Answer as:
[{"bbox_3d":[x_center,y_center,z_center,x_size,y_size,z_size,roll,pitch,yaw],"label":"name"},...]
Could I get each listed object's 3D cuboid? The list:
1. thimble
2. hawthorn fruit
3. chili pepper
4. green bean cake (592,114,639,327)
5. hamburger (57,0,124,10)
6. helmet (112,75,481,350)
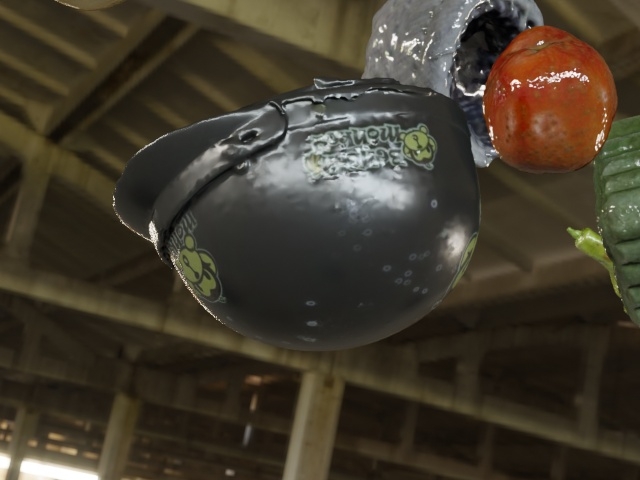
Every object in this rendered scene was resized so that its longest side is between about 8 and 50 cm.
[{"bbox_3d":[0.174,-0.222,1.477,0.217,0.246,0.157,-28,32,-30],"label":"thimble"},{"bbox_3d":[0.193,-0.119,0.956,0.128,0.128,0.128,11,-15,3],"label":"hawthorn fruit"},{"bbox_3d":[0.443,0.045,1.711,0.208,0.049,0.043,47,11,-29],"label":"chili pepper"},{"bbox_3d":[0.351,-0.018,1.206,0.094,0.183,0.185,-13,-53,19],"label":"green bean cake"},{"bbox_3d":[-0.243,-0.377,1.153,0.176,0.300,0.300,-33,-35,21],"label":"hamburger"},{"bbox_3d":[0.000,0.000,0.840,0.278,0.160,0.230,-10,-20,-25],"label":"helmet"}]
